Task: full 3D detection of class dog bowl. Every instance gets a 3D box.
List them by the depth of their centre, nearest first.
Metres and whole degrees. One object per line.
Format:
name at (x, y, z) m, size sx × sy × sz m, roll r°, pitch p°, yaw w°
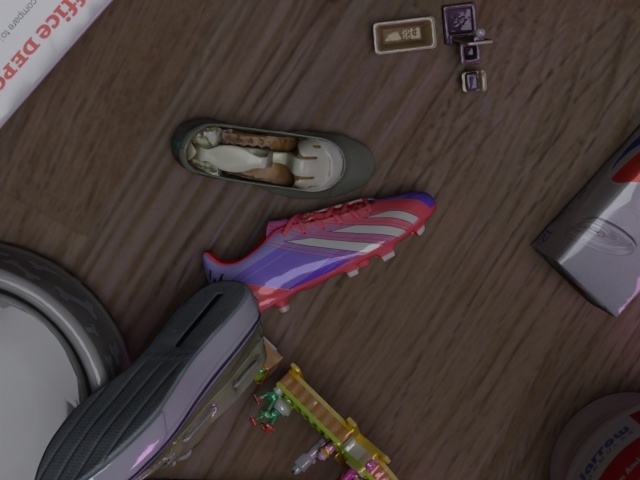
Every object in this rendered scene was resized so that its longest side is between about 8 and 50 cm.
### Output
dog bowl at (-0.352, 0.171, 1.457) m, size 0.349 × 0.102 × 0.348 m, roll 0°, pitch 90°, yaw -4°

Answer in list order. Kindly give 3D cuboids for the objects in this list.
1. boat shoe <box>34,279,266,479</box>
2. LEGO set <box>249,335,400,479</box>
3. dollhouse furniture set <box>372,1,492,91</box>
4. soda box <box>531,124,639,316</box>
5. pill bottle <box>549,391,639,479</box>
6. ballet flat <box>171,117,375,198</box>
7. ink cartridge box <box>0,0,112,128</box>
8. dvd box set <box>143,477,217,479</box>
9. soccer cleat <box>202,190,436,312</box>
boat shoe at (-0.142, 0.160, 1.404) m, size 0.302 × 0.109 × 0.094 m, roll -47°, pitch 125°, yaw -35°
LEGO set at (-0.006, 0.228, 1.550) m, size 0.107 × 0.132 × 0.287 m, roll -44°, pitch 107°, yaw -9°
dollhouse furniture set at (0.116, -0.187, 1.515) m, size 0.114 × 0.081 × 0.091 m, roll -8°, pitch 103°, yaw -9°
soda box at (0.360, -0.061, 1.585) m, size 0.098 × 0.091 × 0.286 m, roll 42°, pitch 91°, yaw -16°
pill bottle at (0.377, 0.292, 1.500) m, size 0.229 × 0.407 × 0.229 m, roll -2°, pitch 102°, yaw -11°
ballet flat at (-0.044, -0.078, 1.515) m, size 0.213 × 0.068 × 0.072 m, roll 7°, pitch 101°, yaw -13°
ink cartridge box at (-0.344, -0.261, 1.392) m, size 0.278 × 0.117 × 0.201 m, roll 41°, pitch 92°, yaw -17°
dvd box set at (-0.178, 0.461, 1.609) m, size 0.308 × 0.062 × 0.420 m, roll 3°, pitch 101°, yaw -12°
soccer cleat at (0.000, 0.000, 1.538) m, size 0.248 × 0.083 × 0.095 m, roll -29°, pitch 94°, yaw -4°
